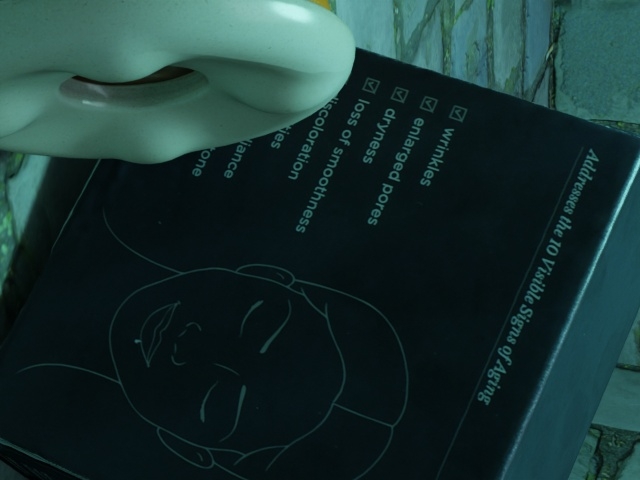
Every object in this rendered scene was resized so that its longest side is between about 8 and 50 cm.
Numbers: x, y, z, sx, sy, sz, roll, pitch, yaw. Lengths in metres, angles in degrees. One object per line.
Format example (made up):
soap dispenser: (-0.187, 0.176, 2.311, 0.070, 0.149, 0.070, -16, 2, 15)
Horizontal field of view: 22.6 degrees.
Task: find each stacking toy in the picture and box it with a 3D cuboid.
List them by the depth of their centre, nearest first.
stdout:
stacking toy: (-0.163, -0.323, 1.295, 0.350, 0.350, 0.480, 31, 52, -70)

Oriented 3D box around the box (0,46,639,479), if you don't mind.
box: (0.013, 0.089, 1.513, 0.480, 0.471, 0.297, -64, 157, -15)
